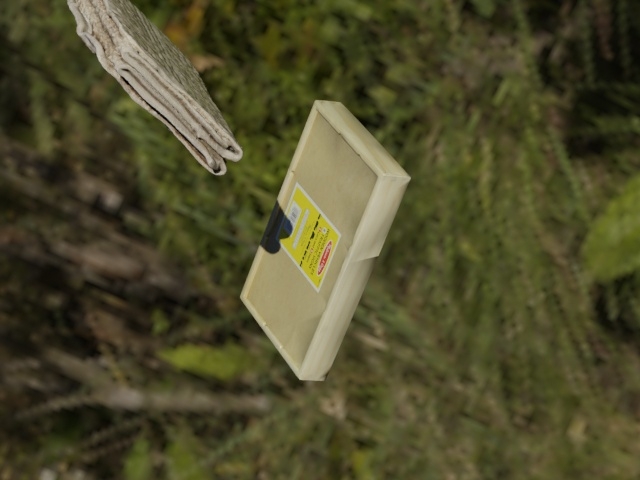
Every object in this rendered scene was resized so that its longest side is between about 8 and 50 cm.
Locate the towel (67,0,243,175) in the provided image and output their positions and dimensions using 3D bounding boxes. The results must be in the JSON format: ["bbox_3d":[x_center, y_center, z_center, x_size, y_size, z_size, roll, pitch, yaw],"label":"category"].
[{"bbox_3d":[-0.177,-0.179,1.992,0.049,0.187,0.282,-41,28,6],"label":"towel"}]

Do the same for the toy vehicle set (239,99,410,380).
[{"bbox_3d":[0.000,0.000,2.133,0.166,0.035,0.266,52,128,46],"label":"toy vehicle set"}]
